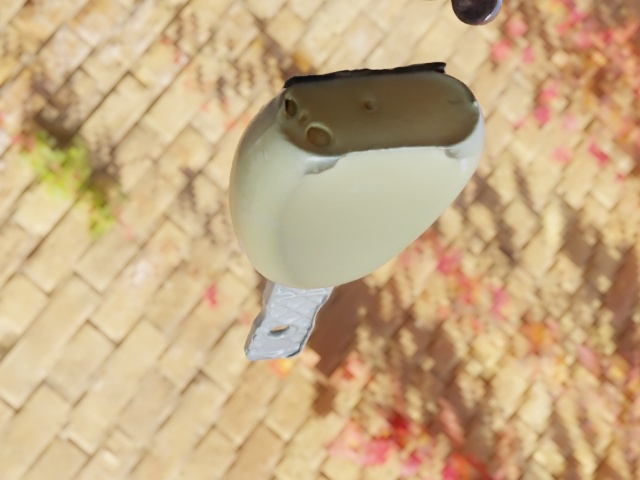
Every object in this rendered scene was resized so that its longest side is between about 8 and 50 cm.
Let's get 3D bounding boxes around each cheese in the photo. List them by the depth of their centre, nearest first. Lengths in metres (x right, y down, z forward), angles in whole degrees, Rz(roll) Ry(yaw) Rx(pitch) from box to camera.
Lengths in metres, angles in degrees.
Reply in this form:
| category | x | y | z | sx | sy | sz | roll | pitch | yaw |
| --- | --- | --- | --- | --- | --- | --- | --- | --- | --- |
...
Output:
| category | x | y | z | sx | sy | sz | roll | pitch | yaw |
| --- | --- | --- | --- | --- | --- | --- | --- | --- | --- |
| cheese | 0.000 | 0.000 | 0.979 | 0.251 | 0.127 | 0.054 | 112 | -35 | -55 |

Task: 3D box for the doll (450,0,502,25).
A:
| category | x | y | z | sx | sy | sz | roll | pitch | yaw |
| --- | --- | --- | --- | --- | --- | --- | --- | --- | --- |
| doll | 0.049 | -0.193 | 0.829 | 0.145 | 0.188 | 0.096 | -33 | 178 | 26 |
